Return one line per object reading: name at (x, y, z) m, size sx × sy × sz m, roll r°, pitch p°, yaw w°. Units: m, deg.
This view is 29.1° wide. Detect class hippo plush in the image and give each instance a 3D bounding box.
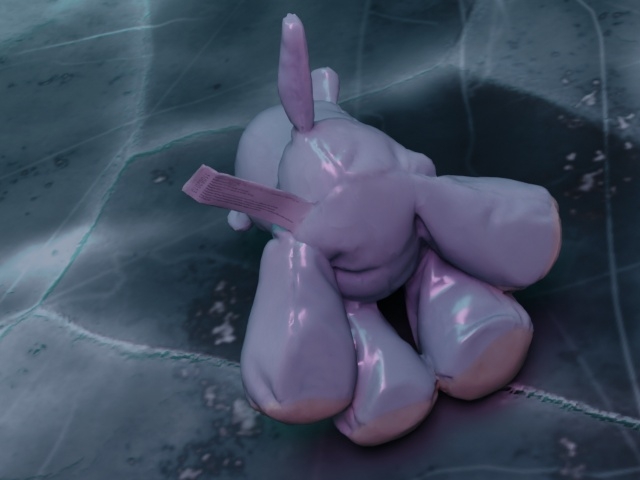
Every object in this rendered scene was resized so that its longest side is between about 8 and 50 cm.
hippo plush at (0.000, 0.000, 0.910) m, size 0.234 × 0.294 × 0.236 m, roll -59°, pitch 24°, yaw 2°
